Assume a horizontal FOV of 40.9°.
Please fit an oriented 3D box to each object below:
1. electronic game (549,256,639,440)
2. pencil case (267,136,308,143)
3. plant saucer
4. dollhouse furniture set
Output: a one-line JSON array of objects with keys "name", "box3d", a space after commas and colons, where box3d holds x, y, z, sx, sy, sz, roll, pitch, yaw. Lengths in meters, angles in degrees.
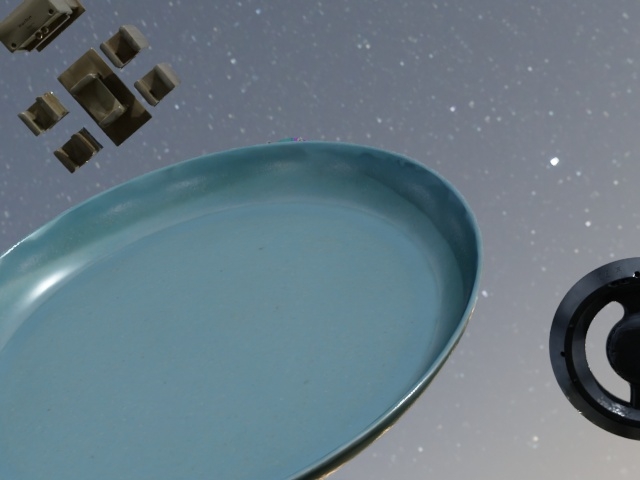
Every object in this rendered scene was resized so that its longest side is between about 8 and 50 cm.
[{"name": "electronic game", "box3d": [0.400, 0.134, 1.059, 0.229, 0.229, 0.048, -45, -13, 19]}, {"name": "pencil case", "box3d": [-0.036, -0.064, 0.945, 0.064, 0.152, 0.070, 14, -64, -5]}, {"name": "plant saucer", "box3d": [-0.068, 0.041, 0.470, 0.317, 0.317, 0.044, -25, -57, -14]}, {"name": "dollhouse furniture set", "box3d": [-0.369, -0.266, 1.347, 0.212, 0.242, 0.161, -39, 12, 8]}]
